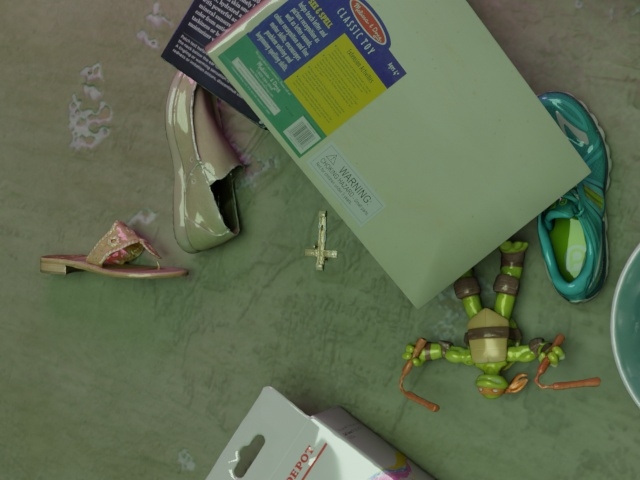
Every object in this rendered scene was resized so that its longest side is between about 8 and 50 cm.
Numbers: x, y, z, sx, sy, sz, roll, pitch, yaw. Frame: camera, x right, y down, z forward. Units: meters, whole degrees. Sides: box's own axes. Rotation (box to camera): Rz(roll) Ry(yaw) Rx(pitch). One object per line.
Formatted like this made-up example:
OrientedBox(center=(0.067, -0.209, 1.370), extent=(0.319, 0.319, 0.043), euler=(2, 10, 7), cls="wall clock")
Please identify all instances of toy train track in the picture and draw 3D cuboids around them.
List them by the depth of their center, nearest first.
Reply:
OrientedBox(center=(0.000, 0.000, 1.850), extent=(0.048, 0.014, 0.083), euler=(3, 89, 20), cls="toy train track")

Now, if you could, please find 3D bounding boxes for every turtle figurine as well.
OrientedBox(center=(0.232, 0.112, 1.724), extent=(0.270, 0.087, 0.217), euler=(-5, 80, 29), cls="turtle figurine")

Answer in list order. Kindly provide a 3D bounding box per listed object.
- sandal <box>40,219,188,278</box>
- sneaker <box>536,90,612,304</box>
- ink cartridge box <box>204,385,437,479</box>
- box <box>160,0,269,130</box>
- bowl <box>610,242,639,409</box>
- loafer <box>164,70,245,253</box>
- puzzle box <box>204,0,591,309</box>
OrientedBox(center=(-0.303, 0.010, 1.923), extent=(0.240, 0.088, 0.079), euler=(2, 95, 25), cls="sandal")
OrientedBox(center=(0.314, -0.057, 1.685), extent=(0.107, 0.110, 0.275), euler=(-10, 85, 20), cls="sneaker")
OrientedBox(center=(0.034, 0.364, 1.774), extent=(0.353, 0.119, 0.207), euler=(36, 102, 17), cls="ink cartridge box")
OrientedBox(center=(-0.007, -0.294, 1.710), extent=(0.183, 0.296, 0.294), euler=(36, 100, 18), cls="box")
OrientedBox(center=(0.510, 0.100, 1.581), extent=(0.312, 0.163, 0.311), euler=(0, 89, 20), cls="bowl")
OrientedBox(center=(-0.155, -0.116, 1.870), extent=(0.092, 0.102, 0.268), euler=(0, 98, 19), cls="loafer")
OrientedBox(center=(0.095, -0.153, 1.563), extent=(0.272, 0.052, 0.409), euler=(-38, 108, 4), cls="puzzle box")
